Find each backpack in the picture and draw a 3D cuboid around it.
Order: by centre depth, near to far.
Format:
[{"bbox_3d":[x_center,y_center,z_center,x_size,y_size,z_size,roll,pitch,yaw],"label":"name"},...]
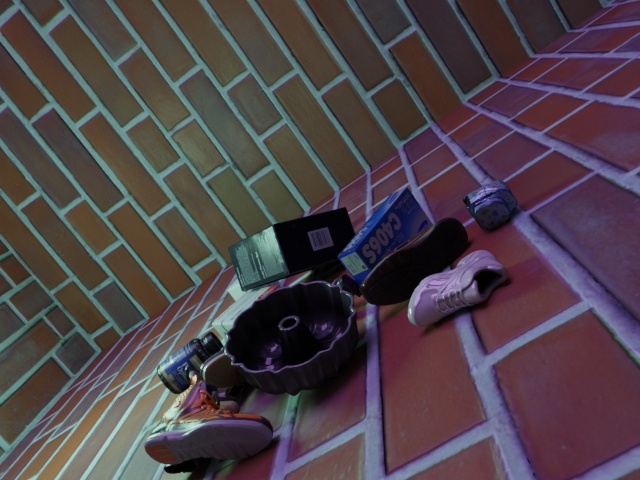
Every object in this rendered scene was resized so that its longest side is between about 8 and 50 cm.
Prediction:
[{"bbox_3d":[0.442,-0.089,1.521,0.114,0.105,0.084,-32,35,17],"label":"backpack"}]

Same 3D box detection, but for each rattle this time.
[{"bbox_3d":[-0.366,0.430,1.635,0.142,0.130,0.200,-25,-17,0],"label":"rattle"}]

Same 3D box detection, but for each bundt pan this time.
[{"bbox_3d":[-0.057,0.243,1.428,0.330,0.124,0.331,-15,29,8],"label":"bundt pan"}]

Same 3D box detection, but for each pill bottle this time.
[{"bbox_3d":[-0.438,0.414,2.034,0.219,0.123,0.123,-37,12,-3],"label":"pill bottle"}]

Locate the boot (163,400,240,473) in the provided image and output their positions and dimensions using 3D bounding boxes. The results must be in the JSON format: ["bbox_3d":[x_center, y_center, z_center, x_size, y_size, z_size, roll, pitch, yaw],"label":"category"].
[{"bbox_3d":[-0.333,0.493,1.494,0.248,0.090,0.207,-23,15,37],"label":"boot"}]

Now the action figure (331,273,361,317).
[{"bbox_3d":[-0.003,0.199,1.704,0.285,0.099,0.185,-29,20,48],"label":"action figure"}]

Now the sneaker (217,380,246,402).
[{"bbox_3d":[-0.233,0.405,1.672,0.071,0.066,0.188,-10,25,23],"label":"sneaker"}]

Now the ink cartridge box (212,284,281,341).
[{"bbox_3d":[-0.233,0.263,2.049,0.197,0.114,0.273,-42,13,-26],"label":"ink cartridge box"}]

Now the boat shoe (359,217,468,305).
[{"bbox_3d":[0.235,0.060,1.527,0.324,0.122,0.120,-32,4,-19],"label":"boat shoe"}]

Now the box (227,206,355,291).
[{"bbox_3d":[-0.096,0.032,2.124,0.343,0.179,0.312,-15,-5,-40],"label":"box"}]

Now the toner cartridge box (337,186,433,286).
[{"bbox_3d":[0.198,0.003,1.702,0.075,0.165,0.348,-23,18,44],"label":"toner cartridge box"}]

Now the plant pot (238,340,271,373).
[{"bbox_3d":[-0.153,0.336,1.584,0.096,0.109,0.109,-53,17,-20],"label":"plant pot"}]

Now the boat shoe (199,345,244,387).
[{"bbox_3d":[-0.233,0.326,1.660,0.092,0.103,0.285,10,20,36],"label":"boat shoe"}]

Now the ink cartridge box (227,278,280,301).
[{"bbox_3d":[-0.265,0.186,2.382,0.082,0.140,0.191,-26,15,37],"label":"ink cartridge box"}]

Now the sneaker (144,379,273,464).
[{"bbox_3d":[-0.243,0.396,1.356,0.321,0.125,0.180,-11,31,20],"label":"sneaker"}]

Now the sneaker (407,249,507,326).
[{"bbox_3d":[0.286,0.106,1.240,0.232,0.090,0.115,-37,15,1],"label":"sneaker"}]
